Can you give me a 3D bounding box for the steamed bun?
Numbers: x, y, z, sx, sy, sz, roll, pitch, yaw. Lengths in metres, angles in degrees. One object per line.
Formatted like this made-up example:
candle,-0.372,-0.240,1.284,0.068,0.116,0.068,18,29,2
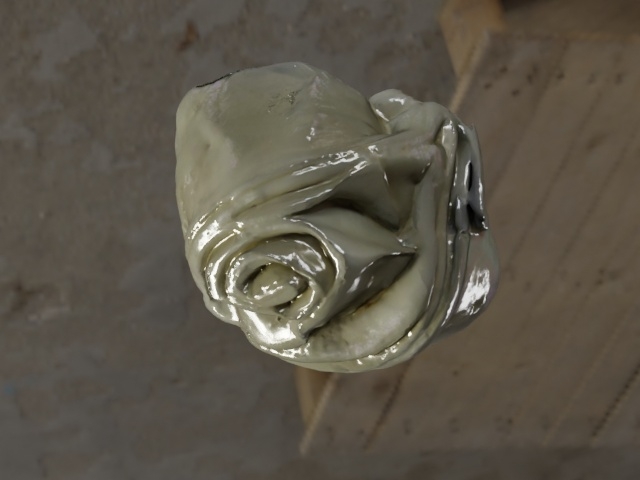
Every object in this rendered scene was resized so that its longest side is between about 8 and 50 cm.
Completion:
steamed bun,0.002,0.000,1.046,0.211,0.144,0.218,-1,121,18
